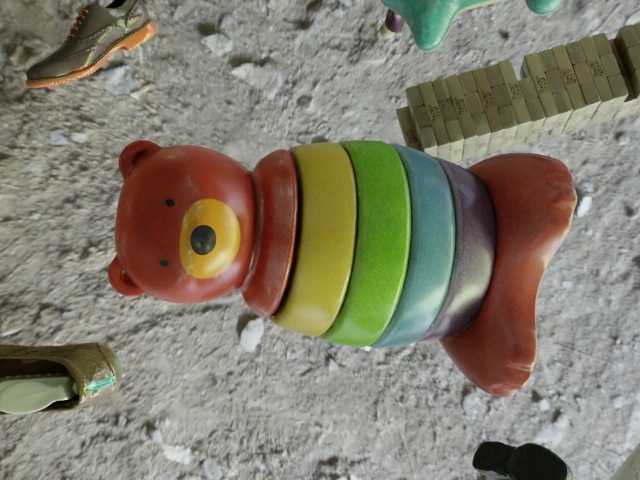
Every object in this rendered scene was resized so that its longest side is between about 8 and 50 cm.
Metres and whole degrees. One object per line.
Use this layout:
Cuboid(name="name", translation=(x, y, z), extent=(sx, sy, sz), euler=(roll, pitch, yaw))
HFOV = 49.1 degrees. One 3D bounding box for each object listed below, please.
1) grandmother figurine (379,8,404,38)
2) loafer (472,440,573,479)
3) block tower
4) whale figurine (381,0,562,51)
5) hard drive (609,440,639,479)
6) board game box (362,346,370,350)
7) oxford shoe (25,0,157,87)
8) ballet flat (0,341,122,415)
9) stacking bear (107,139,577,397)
Cuboid(name="grandmother figurine", translation=(0.109, -0.435, 1.142), extent=(0.104, 0.342, 0.208), euler=(-15, 114, -6))
Cuboid(name="loafer", translation=(0.287, 0.318, 0.968), extent=(0.061, 0.170, 0.062), euler=(40, 70, -17))
Cuboid(name="block tower", translation=(0.269, -0.182, 0.897), extent=(0.335, 0.097, 0.091), euler=(-16, 77, 7))
Cuboid(name="whale figurine", translation=(0.187, -0.336, 0.767), extent=(0.272, 0.141, 0.216), euler=(-37, 77, 15))
Cuboid(name="hard drive", translation=(0.482, 0.441, 1.103), extent=(0.040, 0.210, 0.319), euler=(30, 108, 7))
Cuboid(name="board game box", translation=(0.106, 0.131, 1.319), extent=(0.026, 0.103, 0.154), euler=(39, 94, 36))
Cuboid(name="oxford shoe", translation=(-0.416, -0.356, 1.235), extent=(0.271, 0.097, 0.098), euler=(-46, 132, -34))
Cuboid(name="ballet flat", translation=(-0.457, 0.211, 1.004), extent=(0.342, 0.124, 0.116), euler=(-4, 99, 12))
Cuboid(name="stacking bear", translation=(0.000, 0.000, 0.503), extent=(0.289, 0.164, 0.175), euler=(7, 103, -17))
